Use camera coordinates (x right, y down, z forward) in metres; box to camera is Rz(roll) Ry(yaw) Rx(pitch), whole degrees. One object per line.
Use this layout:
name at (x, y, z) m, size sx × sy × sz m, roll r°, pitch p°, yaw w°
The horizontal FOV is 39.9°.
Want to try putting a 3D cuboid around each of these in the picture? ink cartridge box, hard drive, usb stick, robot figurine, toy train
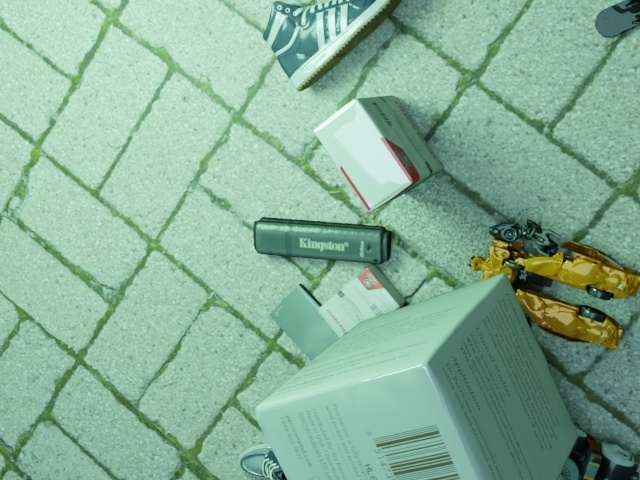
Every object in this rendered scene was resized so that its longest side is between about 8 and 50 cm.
ink cartridge box at (0.109, -0.160, 1.561) m, size 0.100 × 0.237 × 0.172 m, roll -35°, pitch 87°, yaw 23°
ink cartridge box at (0.080, 0.126, 1.711) m, size 0.135 × 0.056 × 0.099 m, roll -40°, pitch 85°, yaw 19°
hard drive at (-0.026, 0.166, 1.771) m, size 0.135 × 0.022 × 0.094 m, roll 46°, pitch 109°, yaw 7°
usb stick at (0.000, 0.000, 1.723) m, size 0.278 × 0.045 × 0.077 m, roll 5°, pitch 99°, yaw 17°
robot figurine at (0.409, 0.081, 1.582) m, size 0.291 × 0.085 × 0.211 m, roll 19°, pitch 104°, yaw 14°
toy train at (0.450, 0.502, 1.617) m, size 0.190 × 0.142 × 0.333 m, roll 18°, pitch 102°, yaw 2°

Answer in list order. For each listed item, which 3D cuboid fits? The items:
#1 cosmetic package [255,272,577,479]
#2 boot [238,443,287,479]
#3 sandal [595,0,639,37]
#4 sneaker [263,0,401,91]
cosmetic package at (0.174, 0.302, 1.447) m, size 0.327 × 0.394 × 0.329 m, roll -22°, pitch 94°, yaw 33°
boot at (-0.092, 0.462, 1.806) m, size 0.190 × 0.086 × 0.069 m, roll -7°, pitch 96°, yaw 19°
sandal at (0.551, -0.396, 1.481) m, size 0.179 × 0.040 × 0.067 m, roll -26°, pitch 90°, yaw 20°
sneaker at (0.015, -0.420, 1.623) m, size 0.282 × 0.099 × 0.153 m, roll -39°, pitch 87°, yaw 23°
